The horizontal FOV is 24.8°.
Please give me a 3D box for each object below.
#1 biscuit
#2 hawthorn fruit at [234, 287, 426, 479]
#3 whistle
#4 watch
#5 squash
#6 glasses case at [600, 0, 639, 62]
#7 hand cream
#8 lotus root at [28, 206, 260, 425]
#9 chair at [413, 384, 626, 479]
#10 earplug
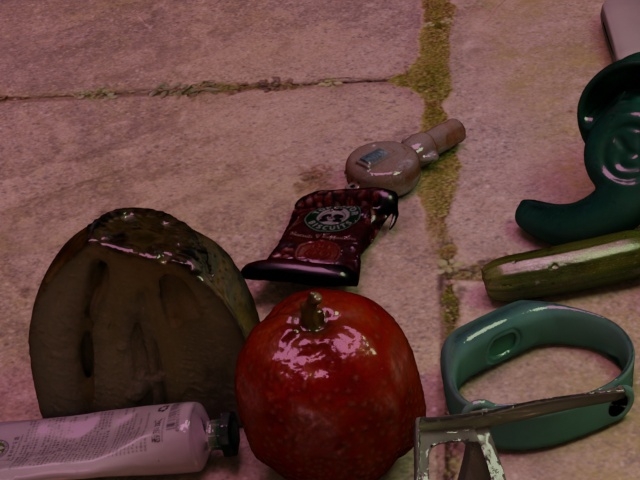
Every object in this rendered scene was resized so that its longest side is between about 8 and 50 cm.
[{"bbox_3d":[0.006,0.000,1.898,0.151,0.063,0.235,7,34,18],"label":"biscuit"},{"bbox_3d":[0.007,0.142,1.527,0.205,0.253,0.205,-5,35,4],"label":"hawthorn fruit"},{"bbox_3d":[0.119,-0.119,2.059,0.220,0.057,0.107,-28,39,-31],"label":"whistle"},{"bbox_3d":[0.239,0.153,1.643,0.237,0.068,0.195,-20,39,-25],"label":"watch"},{"bbox_3d":[0.314,0.032,1.802,0.229,0.066,0.066,-11,35,-3],"label":"squash"},{"bbox_3d":[0.496,-0.322,2.283,0.092,0.059,0.233,-3,34,2],"label":"glasses case"},{"bbox_3d":[-0.257,0.230,1.625,0.336,0.076,0.121,-7,29,11],"label":"hand cream"},{"bbox_3d":[-0.202,0.074,1.655,0.267,0.260,0.149,-1,34,8],"label":"lotus root"},{"bbox_3d":[0.162,0.270,1.371,0.275,0.203,0.190,-4,46,-5],"label":"chair"},{"bbox_3d":[0.398,-0.124,1.894,0.164,0.257,0.280,30,45,9],"label":"earplug"}]
